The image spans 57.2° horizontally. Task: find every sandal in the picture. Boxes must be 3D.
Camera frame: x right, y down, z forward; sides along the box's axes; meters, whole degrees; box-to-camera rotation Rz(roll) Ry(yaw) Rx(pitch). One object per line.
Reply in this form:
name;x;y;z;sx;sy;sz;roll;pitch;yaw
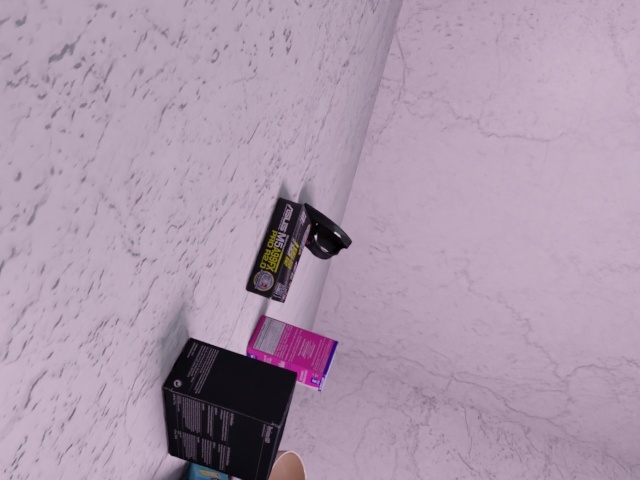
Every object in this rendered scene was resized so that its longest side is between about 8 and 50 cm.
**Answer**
sandal;0.002;0.002;1.735;0.107;0.167;0.446;-53;172;-7

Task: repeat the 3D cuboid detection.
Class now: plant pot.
plant pot;-0.184;0.741;1.679;0.284;0.191;0.284;-2;90;-65

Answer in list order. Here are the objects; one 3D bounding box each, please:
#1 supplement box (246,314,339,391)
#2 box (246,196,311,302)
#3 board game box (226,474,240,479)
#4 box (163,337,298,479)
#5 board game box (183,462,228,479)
supplement box;-0.077;0.301;1.570;0.111;0.220;0.114;101;11;-54
box;-0.089;0.033;1.370;0.270;0.060;0.216;74;35;-81
board game box;-0.237;0.547;1.340;0.027;0.145;0.281;0;117;-36
box;-0.150;0.293;0.973;0.261;0.184;0.103;104;8;-48
board game box;-0.235;0.591;1.097;0.254;0.079;0.336;-70;-164;-9
